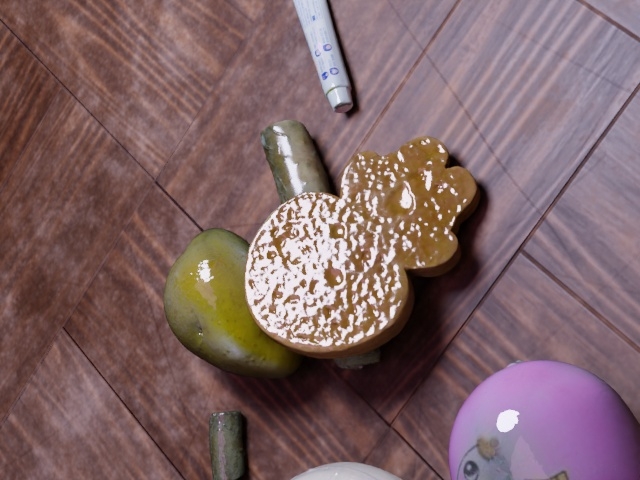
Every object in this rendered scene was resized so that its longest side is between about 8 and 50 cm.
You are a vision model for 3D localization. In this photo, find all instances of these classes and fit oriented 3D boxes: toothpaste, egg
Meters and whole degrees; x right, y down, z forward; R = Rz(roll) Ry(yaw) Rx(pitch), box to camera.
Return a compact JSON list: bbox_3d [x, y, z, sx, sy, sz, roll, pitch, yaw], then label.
[{"bbox_3d":[0.000,-0.253,1.555,0.052,0.033,0.218,-28,63,25],"label":"toothpaste"},{"bbox_3d":[0.232,0.244,1.194,0.196,0.196,0.271,-42,73,23],"label":"egg"}]

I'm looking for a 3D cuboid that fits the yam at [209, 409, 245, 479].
[{"bbox_3d":[-0.112,0.252,1.535,0.043,0.043,0.094,-16,74,33],"label":"yam"}]

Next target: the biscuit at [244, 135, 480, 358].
[{"bbox_3d":[0.045,0.006,1.411,0.289,0.044,0.202,-44,66,-6],"label":"biscuit"}]

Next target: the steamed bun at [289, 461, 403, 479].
[{"bbox_3d":[0.045,0.328,1.349,0.228,0.131,0.177,2,79,46],"label":"steamed bun"}]

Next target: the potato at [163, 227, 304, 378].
[{"bbox_3d":[-0.094,0.083,1.498,0.194,0.157,0.157,34,103,10],"label":"potato"}]

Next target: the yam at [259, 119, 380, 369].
[{"bbox_3d":[0.000,0.000,1.484,0.071,0.067,0.317,112,143,-62],"label":"yam"}]
